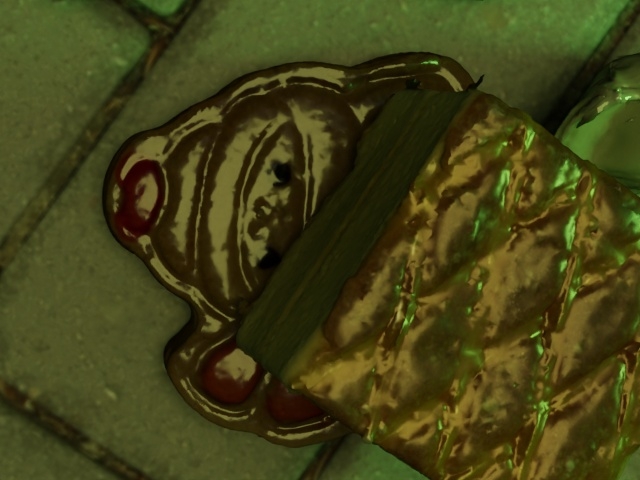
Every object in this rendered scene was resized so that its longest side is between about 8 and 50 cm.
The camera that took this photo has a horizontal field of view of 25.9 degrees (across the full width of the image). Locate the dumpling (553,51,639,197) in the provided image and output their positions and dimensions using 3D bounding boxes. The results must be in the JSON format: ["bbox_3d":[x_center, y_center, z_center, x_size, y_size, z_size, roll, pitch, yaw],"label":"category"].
[{"bbox_3d":[0.284,-0.089,1.231,0.247,0.142,0.172,-2,130,-37],"label":"dumpling"}]

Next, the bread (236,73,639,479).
[{"bbox_3d":[0.124,0.058,1.095,0.279,0.207,0.279,38,82,-17],"label":"bread"}]

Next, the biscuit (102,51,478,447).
[{"bbox_3d":[0.000,0.000,1.201,0.381,0.074,0.359,11,89,-17],"label":"biscuit"}]
